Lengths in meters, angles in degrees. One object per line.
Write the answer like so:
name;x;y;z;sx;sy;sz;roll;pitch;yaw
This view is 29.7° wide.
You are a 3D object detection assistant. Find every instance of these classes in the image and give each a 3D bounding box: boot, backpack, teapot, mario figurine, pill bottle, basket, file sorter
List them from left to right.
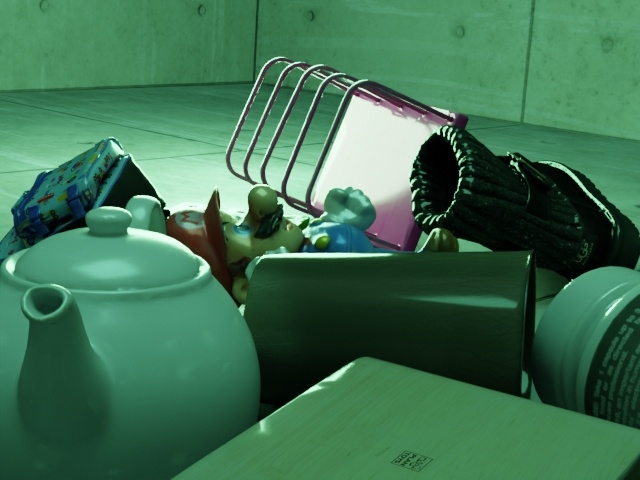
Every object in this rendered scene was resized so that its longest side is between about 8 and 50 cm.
backpack;-0.260;-0.006;1.225;0.173;0.117;0.158;-24;22;21
teapot;-0.158;0.066;0.900;0.252;0.187;0.256;-7;16;-40
mario figurine;0.000;0.000;1.253;0.320;0.170;0.198;7;-14;-12
file sorter;0.020;-0.125;1.640;0.182;0.202;0.291;21;3;-28
basket;0.060;0.079;1.000;0.227;0.154;0.204;2;6;12
boot;0.220;-0.057;1.510;0.260;0.131;0.348;19;9;-17
pill bottle;0.286;0.115;0.857;0.161;0.161;0.283;-3;14;-25

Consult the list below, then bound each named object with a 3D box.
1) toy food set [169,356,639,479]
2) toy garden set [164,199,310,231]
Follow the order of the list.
toy food set;0.056;0.175;0.741;0.220;0.092;0.306;13;24;32
toy garden set;-0.156;-0.005;1.540;0.244;0.049;0.204;7;11;11
